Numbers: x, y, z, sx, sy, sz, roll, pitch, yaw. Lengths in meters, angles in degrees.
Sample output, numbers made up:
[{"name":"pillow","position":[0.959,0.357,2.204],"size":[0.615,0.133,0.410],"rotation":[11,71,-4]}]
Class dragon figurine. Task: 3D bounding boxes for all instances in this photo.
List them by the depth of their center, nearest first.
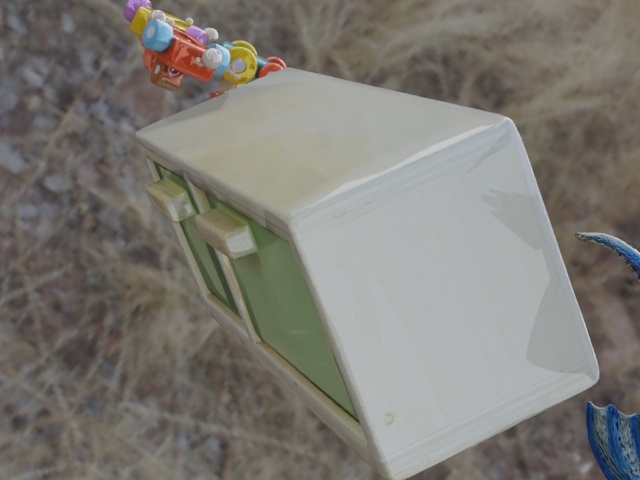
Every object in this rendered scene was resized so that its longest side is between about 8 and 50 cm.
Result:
[{"name":"dragon figurine","position":[0.251,0.133,1.092],"size":[0.144,0.085,0.289],"rotation":[-35,98,-33]}]

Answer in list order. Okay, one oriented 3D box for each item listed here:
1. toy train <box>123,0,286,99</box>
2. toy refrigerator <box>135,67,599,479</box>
[{"name":"toy train","position":[-0.069,-0.108,0.994],"size":[0.166,0.046,0.125],"rotation":[18,14,-45]},{"name":"toy refrigerator","position":[0.000,0.000,0.627],"size":[0.102,0.094,0.269],"rotation":[69,-12,-16]}]
